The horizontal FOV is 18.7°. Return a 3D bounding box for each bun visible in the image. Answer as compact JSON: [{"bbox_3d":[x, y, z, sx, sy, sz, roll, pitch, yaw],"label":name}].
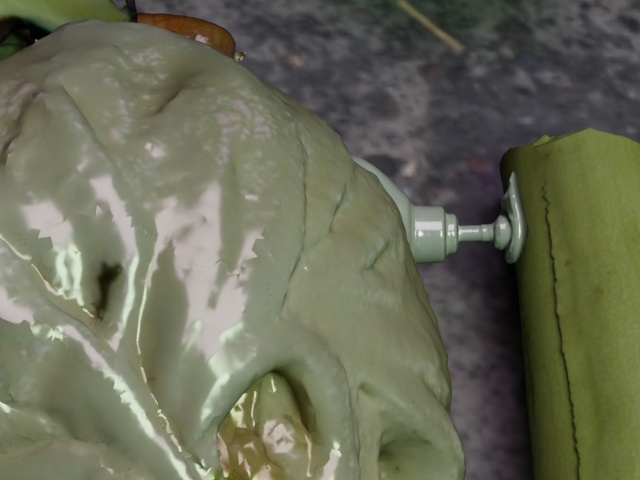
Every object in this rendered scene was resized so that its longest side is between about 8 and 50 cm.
[{"bbox_3d":[-0.048,0.049,0.581,0.231,0.133,0.231,0,90,-31],"label":"bun"}]

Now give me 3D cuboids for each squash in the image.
[{"bbox_3d":[0.107,0.057,0.695,0.083,0.083,0.250,5,52,-12],"label":"squash"}]

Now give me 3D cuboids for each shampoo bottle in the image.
[{"bbox_3d":[0.000,0.000,0.710,0.152,0.045,0.077,1,52,2],"label":"shampoo bottle"}]

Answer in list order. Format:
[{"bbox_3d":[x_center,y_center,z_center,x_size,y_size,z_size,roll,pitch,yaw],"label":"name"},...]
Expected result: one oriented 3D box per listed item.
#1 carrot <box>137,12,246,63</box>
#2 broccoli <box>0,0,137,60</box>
[{"bbox_3d":[-0.111,-0.076,0.765,0.165,0.035,0.035,3,53,-10],"label":"carrot"},{"bbox_3d":[-0.218,-0.071,0.676,0.273,0.180,0.242,3,60,-55],"label":"broccoli"}]
